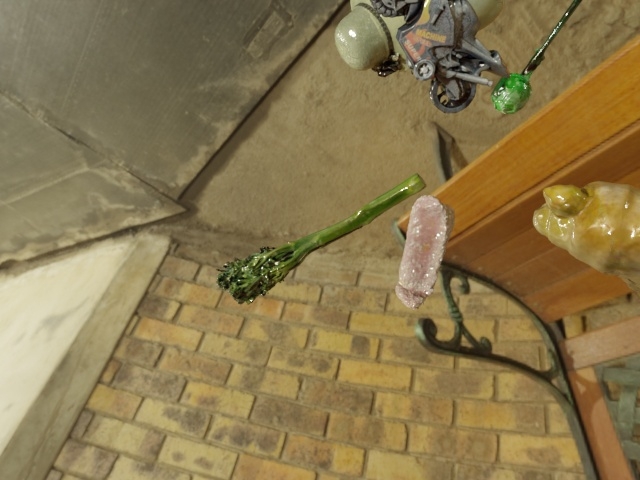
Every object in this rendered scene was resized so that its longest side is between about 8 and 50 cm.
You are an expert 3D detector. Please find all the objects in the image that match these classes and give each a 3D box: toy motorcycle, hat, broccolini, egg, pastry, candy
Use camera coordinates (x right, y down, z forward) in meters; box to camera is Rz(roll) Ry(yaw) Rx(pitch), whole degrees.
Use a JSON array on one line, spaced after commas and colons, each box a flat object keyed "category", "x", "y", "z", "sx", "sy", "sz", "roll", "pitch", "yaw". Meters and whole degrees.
[{"category": "toy motorcycle", "x": 0.228, "y": -0.387, "z": 0.881, "sx": 0.173, "sy": 0.108, "sz": 0.307, "roll": -34, "pitch": 117, "yaw": 17}, {"category": "hat", "x": 0.109, "y": -0.510, "z": 1.198, "sx": 0.257, "sy": 0.130, "sz": 0.257, "roll": 53, "pitch": 171, "yaw": 11}, {"category": "broccolini", "x": 0.000, "y": 0.000, "z": 0.485, "sx": 0.239, "sy": 0.054, "sz": 0.051, "roll": -27, "pitch": 92, "yaw": 11}, {"category": "egg", "x": 0.351, "y": -0.592, "z": 1.154, "sx": 0.217, "sy": 0.183, "sz": 0.183, "roll": -8, "pitch": 155, "yaw": -31}, {"category": "pastry", "x": 0.248, "y": 0.025, "z": 1.127, "sx": 0.102, "sy": 0.112, "sz": 0.265, "roll": 21, "pitch": 104, "yaw": 25}, {"category": "candy", "x": 0.543, "y": -0.461, "z": 1.169, "sx": 0.097, "sy": 0.097, "sz": 0.324, "roll": 25, "pitch": 121, "yaw": -11}]

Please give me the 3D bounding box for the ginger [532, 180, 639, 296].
[{"category": "ginger", "x": 0.280, "y": -0.002, "z": 0.230, "sx": 0.166, "sy": 0.080, "sz": 0.333, "roll": 36, "pitch": 157, "yaw": -33}]
